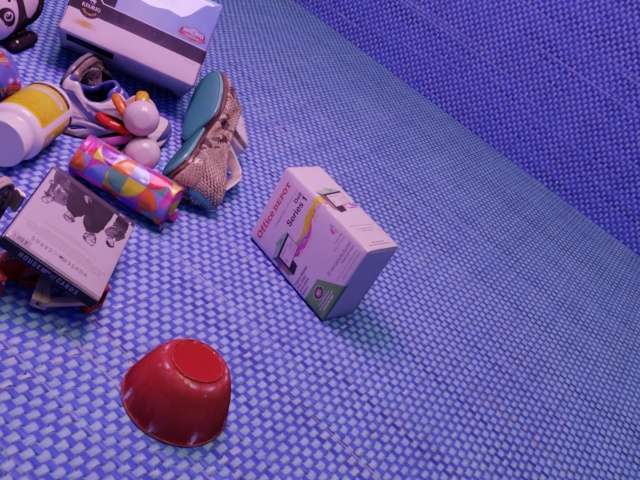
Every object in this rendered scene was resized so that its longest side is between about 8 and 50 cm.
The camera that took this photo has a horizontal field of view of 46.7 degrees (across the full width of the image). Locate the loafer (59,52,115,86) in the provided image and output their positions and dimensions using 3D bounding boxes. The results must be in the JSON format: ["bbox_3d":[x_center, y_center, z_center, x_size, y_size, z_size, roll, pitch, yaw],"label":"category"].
[{"bbox_3d":[-0.545,-0.392,1.775,0.084,0.096,0.267,40,12,-15],"label":"loafer"}]

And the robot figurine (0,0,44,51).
[{"bbox_3d":[-0.776,-0.584,1.792,0.209,0.173,0.278,27,28,-9],"label":"robot figurine"}]

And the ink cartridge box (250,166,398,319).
[{"bbox_3d":[0.000,0.000,1.603,0.117,0.201,0.278,-7,47,-50],"label":"ink cartridge box"}]

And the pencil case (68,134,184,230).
[{"bbox_3d":[-0.395,-0.119,1.523,0.236,0.104,0.104,33,29,-3],"label":"pencil case"}]

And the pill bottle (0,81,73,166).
[{"bbox_3d":[-0.590,-0.232,1.481,0.119,0.119,0.208,28,28,-8],"label":"pill bottle"}]

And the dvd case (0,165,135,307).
[{"bbox_3d":[-0.418,-0.013,1.251,0.179,0.029,0.238,40,27,-20],"label":"dvd case"}]

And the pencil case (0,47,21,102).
[{"bbox_3d":[-0.723,-0.293,1.440,0.119,0.133,0.306,45,30,-2],"label":"pencil case"}]

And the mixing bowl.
[{"bbox_3d":[-0.210,0.221,1.166,0.181,0.098,0.181,25,29,-15],"label":"mixing bowl"}]

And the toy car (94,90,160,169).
[{"bbox_3d":[-0.419,-0.231,1.606,0.136,0.182,0.159,-3,16,-16],"label":"toy car"}]

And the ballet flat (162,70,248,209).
[{"bbox_3d":[-0.258,-0.231,1.802,0.182,0.164,0.482,43,28,-27],"label":"ballet flat"}]

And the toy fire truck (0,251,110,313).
[{"bbox_3d":[-0.459,0.070,1.211,0.135,0.047,0.192,46,32,21],"label":"toy fire truck"}]

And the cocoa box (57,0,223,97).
[{"bbox_3d":[-0.462,-0.551,1.904,0.347,0.228,0.231,21,-4,-18],"label":"cocoa box"}]

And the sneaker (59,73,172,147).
[{"bbox_3d":[-0.458,-0.294,1.696,0.296,0.131,0.112,3,38,-43],"label":"sneaker"}]

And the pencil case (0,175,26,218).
[{"bbox_3d":[-0.692,-0.123,1.170,0.410,0.160,0.183,29,43,-4],"label":"pencil case"}]
